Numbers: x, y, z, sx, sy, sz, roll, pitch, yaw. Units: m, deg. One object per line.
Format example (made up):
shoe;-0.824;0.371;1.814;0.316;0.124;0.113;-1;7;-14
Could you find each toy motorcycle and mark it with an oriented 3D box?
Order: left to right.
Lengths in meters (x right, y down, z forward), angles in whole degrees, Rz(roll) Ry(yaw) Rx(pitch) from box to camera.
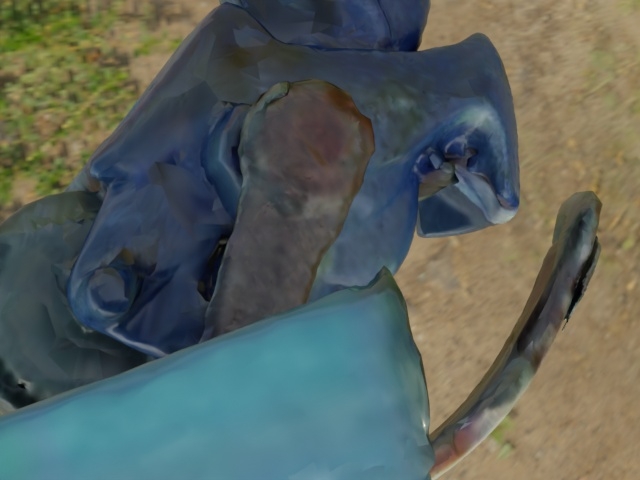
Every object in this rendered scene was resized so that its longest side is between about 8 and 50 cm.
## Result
toy motorcycle;-0.012;0.002;0.787;0.182;0.319;0.241;8;146;48

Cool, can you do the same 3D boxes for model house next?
model house;-0.075;0.168;0.542;0.303;0.215;0.237;-16;83;-7
